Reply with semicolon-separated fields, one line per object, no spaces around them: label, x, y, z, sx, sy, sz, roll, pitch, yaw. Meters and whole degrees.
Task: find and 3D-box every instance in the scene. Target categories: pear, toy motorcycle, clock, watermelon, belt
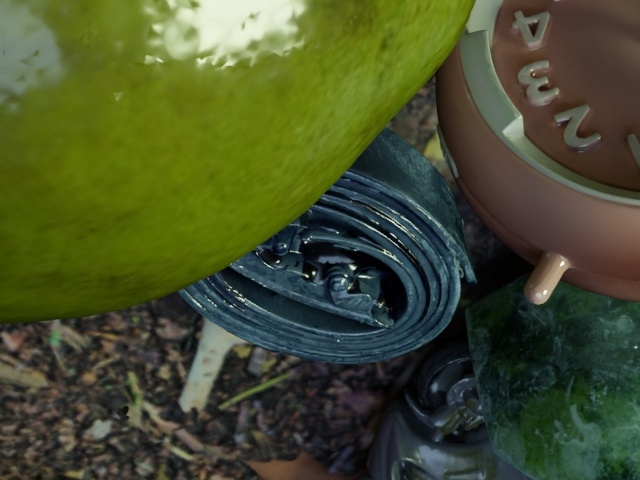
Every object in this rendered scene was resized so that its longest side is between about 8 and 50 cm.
pear;-0.135;-0.125;0.633;0.413;0.352;0.352;-3;127;-10
toy motorcycle;0.097;0.163;1.049;0.152;0.073;0.225;-27;124;14
clock;0.171;-0.068;0.772;0.227;0.241;0.142;-17;147;1
watermelon;0.265;0.126;0.971;0.319;0.290;0.214;-21;167;-14
belt;0.000;0.000;0.905;0.190;0.082;0.141;26;125;-23
